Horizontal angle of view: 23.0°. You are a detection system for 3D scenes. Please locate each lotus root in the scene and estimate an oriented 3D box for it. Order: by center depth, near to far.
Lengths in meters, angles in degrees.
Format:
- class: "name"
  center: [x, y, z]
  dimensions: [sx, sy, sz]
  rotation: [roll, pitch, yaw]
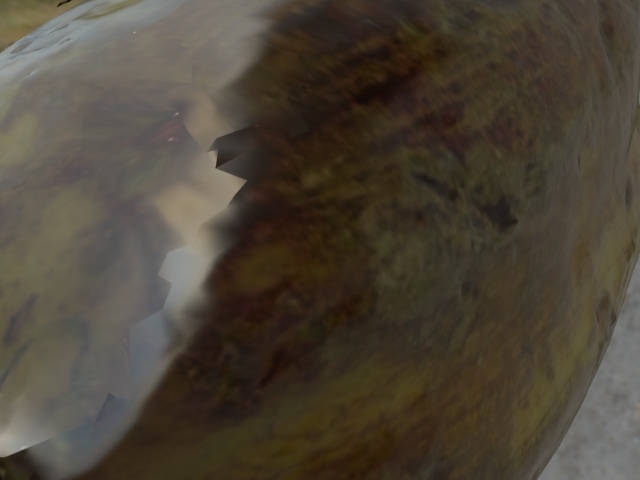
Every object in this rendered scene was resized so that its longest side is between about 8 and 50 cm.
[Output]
- class: "lotus root"
  center: [0.000, 0.000, 0.470]
  dimensions: [0.179, 0.196, 0.397]
  rotation: [-13, 17, 35]
